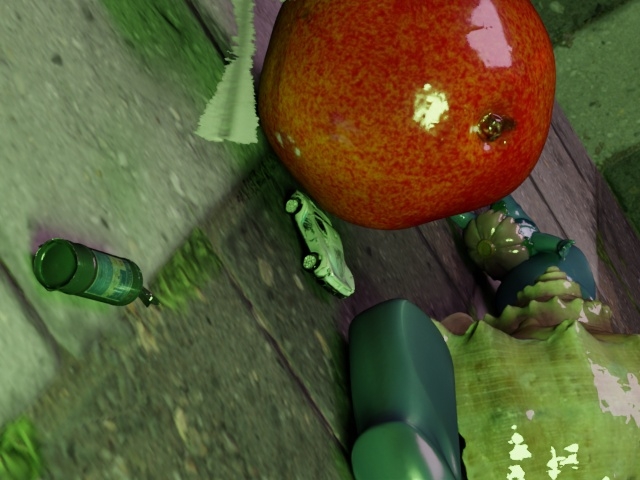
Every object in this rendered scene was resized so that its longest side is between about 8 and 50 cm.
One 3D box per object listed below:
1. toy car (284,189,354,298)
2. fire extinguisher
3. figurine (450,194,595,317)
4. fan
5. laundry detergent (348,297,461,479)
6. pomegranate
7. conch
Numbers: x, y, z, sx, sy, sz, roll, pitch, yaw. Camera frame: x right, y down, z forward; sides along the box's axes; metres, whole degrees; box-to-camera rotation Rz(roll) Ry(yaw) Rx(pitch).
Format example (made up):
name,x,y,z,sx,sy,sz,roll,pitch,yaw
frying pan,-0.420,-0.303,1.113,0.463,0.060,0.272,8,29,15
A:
name,x,y,z,sx,sy,sz,roll,pitch,yaw
toy car,0.000,0.000,1.125,0.041,0.025,0.093,40,26,-50
fire extinguisher,-0.110,0.016,0.773,0.038,0.025,0.083,42,8,25
figurine,0.210,0.022,1.590,0.178,0.114,0.144,55,13,12
fan,-0.046,-0.175,1.013,0.415,0.233,0.012,-94,-169,-54
laundry detergent,0.057,0.127,1.022,0.097,0.061,0.206,60,16,-28
pomegranate,0.053,-0.118,1.164,0.221,0.221,0.256,52,-20,-26
conch,0.192,0.146,1.216,0.263,0.186,0.324,24,35,-35
